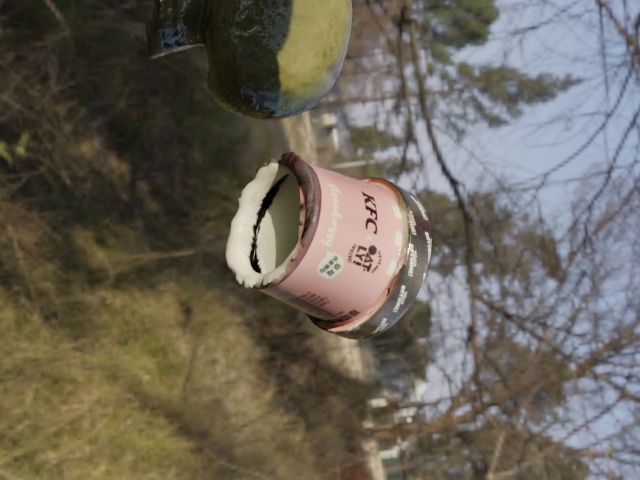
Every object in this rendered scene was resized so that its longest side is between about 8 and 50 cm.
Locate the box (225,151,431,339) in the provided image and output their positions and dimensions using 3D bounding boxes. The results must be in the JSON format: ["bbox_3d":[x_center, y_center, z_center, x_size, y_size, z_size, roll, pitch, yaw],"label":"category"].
[{"bbox_3d":[0.000,0.000,0.924,0.151,0.135,0.151,-28,-129,41],"label":"box"}]

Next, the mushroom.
[{"bbox_3d":[-0.065,-0.295,1.354,0.217,0.292,0.212,-50,-135,43],"label":"mushroom"}]
